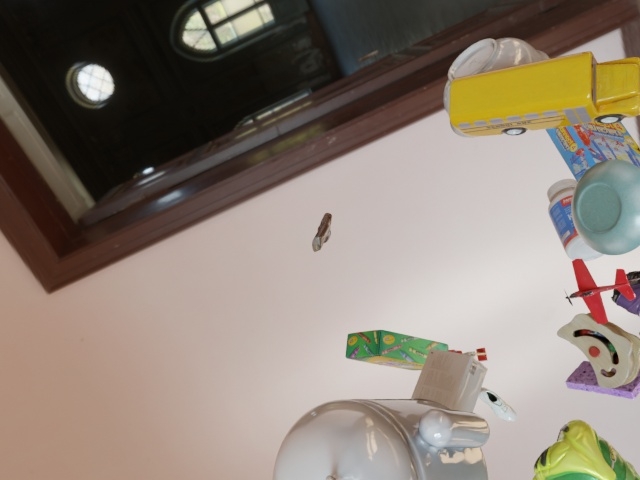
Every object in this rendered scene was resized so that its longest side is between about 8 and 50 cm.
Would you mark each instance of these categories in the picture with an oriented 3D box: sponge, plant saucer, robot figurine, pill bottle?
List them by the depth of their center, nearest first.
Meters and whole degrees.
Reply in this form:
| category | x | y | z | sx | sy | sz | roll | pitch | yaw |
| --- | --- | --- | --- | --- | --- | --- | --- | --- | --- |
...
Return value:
| category | x | y | z | sx | sy | sz | roll | pitch | yaw |
| --- | --- | --- | --- | --- | --- | --- | --- | --- | --- |
| robot figurine | 0.080 | 0.310 | 0.693 | 0.354 | 0.300 | 0.199 | 18 | -148 | -46 |
| plant saucer | 0.571 | -0.065 | 1.069 | 0.195 | 0.038 | 0.194 | 175 | 90 | -67 |
| pill bottle | 0.702 | -0.062 | 1.462 | 0.124 | 0.124 | 0.221 | 62 | -162 | -47 |
| sponge | 0.865 | 0.418 | 1.606 | 0.210 | 0.117 | 0.031 | -7 | 111 | 58 |

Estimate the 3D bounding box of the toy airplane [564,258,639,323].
| category | x | y | z | sx | sy | sz | roll | pitch | yaw |
| --- | --- | --- | --- | --- | --- | --- | --- | --- | --- |
| toy airplane | 0.590 | 0.105 | 1.120 | 0.028 | 0.151 | 0.151 | -16 | -101 | -50 |

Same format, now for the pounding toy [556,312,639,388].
| category | x | y | z | sx | sy | sz | roll | pitch | yaw |
| --- | --- | --- | --- | --- | --- | --- | --- | --- | --- |
| pounding toy | 0.817 | 0.315 | 1.484 | 0.155 | 0.154 | 0.269 | 3 | -155 | -39 |

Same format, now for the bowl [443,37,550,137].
| category | x | y | z | sx | sy | sz | roll | pitch | yaw |
| --- | --- | --- | --- | --- | --- | --- | --- | --- | --- |
| bowl | 0.427 | -0.422 | 1.383 | 0.134 | 0.298 | 0.297 | 38 | -164 | -28 |

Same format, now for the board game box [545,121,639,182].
| category | x | y | z | sx | sy | sz | roll | pitch | yaw |
| --- | --- | --- | --- | --- | --- | --- | --- | --- | --- |
| board game box | 0.926 | -0.276 | 1.738 | 0.086 | 0.309 | 0.301 | -55 | 41 | 47 |

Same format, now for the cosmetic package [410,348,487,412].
| category | x | y | z | sx | sy | sz | roll | pitch | yaw |
| --- | --- | --- | --- | --- | --- | --- | --- | --- | --- |
| cosmetic package | 0.201 | 0.313 | 0.926 | 0.060 | 0.239 | 0.099 | 39 | 157 | -30 |

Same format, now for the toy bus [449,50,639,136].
| category | x | y | z | sx | sy | sz | roll | pitch | yaw |
| --- | --- | --- | --- | --- | --- | --- | --- | --- | --- |
| toy bus | 0.436 | -0.284 | 1.047 | 0.130 | 0.333 | 0.108 | 14 | -102 | -52 |

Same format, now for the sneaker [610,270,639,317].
| category | x | y | z | sx | sy | sz | roll | pitch | yaw |
| --- | --- | --- | --- | --- | --- | --- | --- | --- | --- |
| sneaker | 0.960 | 0.111 | 1.554 | 0.124 | 0.283 | 0.107 | 31 | 141 | 44 |

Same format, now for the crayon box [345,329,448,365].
| category | x | y | z | sx | sy | sz | roll | pitch | yaw |
| --- | --- | --- | --- | --- | --- | --- | --- | --- | --- |
| crayon box | 0.239 | 0.343 | 1.650 | 0.279 | 0.165 | 0.081 | 17 | -112 | -29 |

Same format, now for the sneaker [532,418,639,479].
| category | x | y | z | sx | sy | sz | roll | pitch | yaw |
| --- | --- | --- | --- | --- | --- | --- | --- | --- | --- |
| sneaker | 0.349 | 0.328 | 0.687 | 0.123 | 0.109 | 0.295 | 41 | 174 | 38 |

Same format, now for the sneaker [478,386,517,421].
| category | x | y | z | sx | sy | sz | roll | pitch | yaw |
| --- | --- | --- | --- | --- | --- | --- | --- | --- | --- |
| sneaker | 0.597 | 0.554 | 1.788 | 0.152 | 0.053 | 0.061 | 38 | 166 | 6 |

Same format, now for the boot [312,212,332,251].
| category | x | y | z | sx | sy | sz | roll | pitch | yaw |
| --- | --- | --- | --- | --- | --- | --- | --- | --- | --- |
| boot | 0.000 | 0.000 | 1.360 | 0.114 | 0.037 | 0.106 | -72 | -8 | -46 |

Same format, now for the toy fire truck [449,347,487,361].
| category | x | y | z | sx | sy | sz | roll | pitch | yaw |
| --- | --- | --- | --- | --- | --- | --- | --- | --- | --- |
| toy fire truck | 0.518 | 0.418 | 1.931 | 0.192 | 0.135 | 0.047 | 22 | -123 | -55 |
